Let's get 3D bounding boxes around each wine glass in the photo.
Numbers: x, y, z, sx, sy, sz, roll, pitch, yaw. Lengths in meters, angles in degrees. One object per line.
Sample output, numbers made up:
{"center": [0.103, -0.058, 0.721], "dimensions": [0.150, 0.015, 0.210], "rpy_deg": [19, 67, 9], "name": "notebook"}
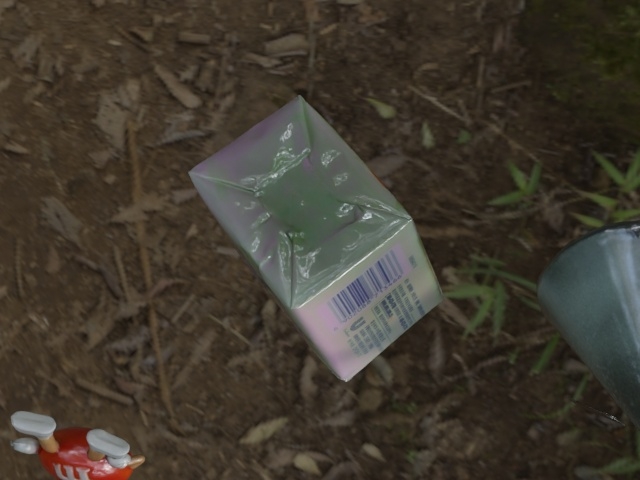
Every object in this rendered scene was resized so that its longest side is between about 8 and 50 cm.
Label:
{"center": [0.334, 0.213, 1.144], "dimensions": [0.267, 0.267, 0.406], "rpy_deg": [28, 52, -27], "name": "wine glass"}

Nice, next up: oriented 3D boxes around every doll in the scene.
{"center": [-0.329, 0.291, 1.636], "dimensions": [0.183, 0.217, 0.085], "rpy_deg": [13, 69, 1], "name": "doll"}

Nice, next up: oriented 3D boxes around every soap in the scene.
{"center": [0.000, 0.000, 1.122], "dimensions": [0.138, 0.182, 0.199], "rpy_deg": [-39, 151, -5], "name": "soap"}

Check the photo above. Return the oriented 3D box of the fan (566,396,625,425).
{"center": [0.367, 0.226, 1.589], "dimensions": [0.085, 0.133, 0.005], "rpy_deg": [25, 86, 3], "name": "fan"}
